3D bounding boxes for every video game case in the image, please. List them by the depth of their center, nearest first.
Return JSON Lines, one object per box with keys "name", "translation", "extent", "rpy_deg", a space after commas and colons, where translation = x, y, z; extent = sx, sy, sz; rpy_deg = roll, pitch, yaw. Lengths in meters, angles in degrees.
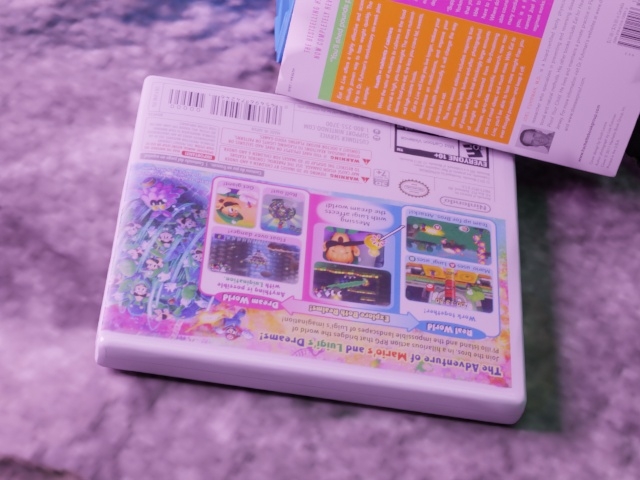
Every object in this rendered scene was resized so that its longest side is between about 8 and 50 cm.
{"name": "video game case", "translation": [0.000, 0.000, 0.623], "extent": [0.157, 0.019, 0.143], "rpy_deg": [9, 48, -6]}

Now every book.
{"name": "book", "translation": [0.062, -0.086, 0.636], "extent": [0.144, 0.096, 0.035], "rpy_deg": [16, 40, 2]}

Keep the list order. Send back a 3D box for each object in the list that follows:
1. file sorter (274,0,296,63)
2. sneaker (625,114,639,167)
{"name": "file sorter", "translation": [0.046, -0.169, 0.685], "extent": [0.104, 0.170, 0.118], "rpy_deg": [8, 47, -10]}
{"name": "sneaker", "translation": [0.255, -0.014, 0.635], "extent": [0.121, 0.111, 0.300], "rpy_deg": [-22, 58, -33]}
